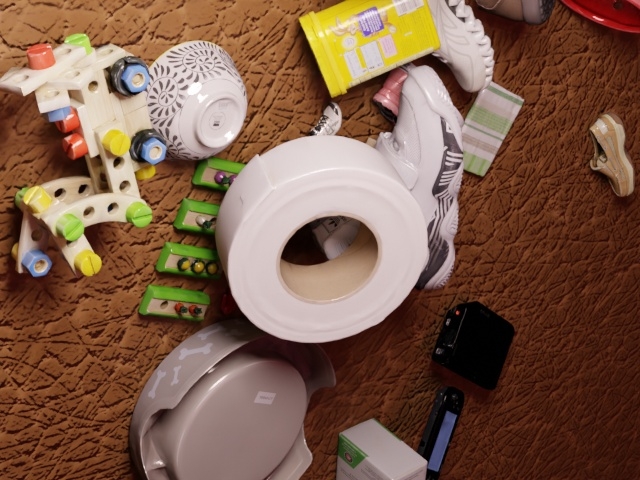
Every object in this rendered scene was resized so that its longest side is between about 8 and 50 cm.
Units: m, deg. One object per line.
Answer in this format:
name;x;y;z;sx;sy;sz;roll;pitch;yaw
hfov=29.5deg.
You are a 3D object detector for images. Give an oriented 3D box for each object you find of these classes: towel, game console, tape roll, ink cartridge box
towel;0.272;-0.188;2.037;0.113;0.023;0.152;18;104;-46
game console;0.250;0.294;2.237;0.213;0.044;0.361;31;77;-52
tape roll;0.000;0.000;1.677;0.286;0.100;0.286;-7;124;-11
ink cartridge box;0.104;0.450;2.172;0.087;0.153;0.208;-20;129;-34

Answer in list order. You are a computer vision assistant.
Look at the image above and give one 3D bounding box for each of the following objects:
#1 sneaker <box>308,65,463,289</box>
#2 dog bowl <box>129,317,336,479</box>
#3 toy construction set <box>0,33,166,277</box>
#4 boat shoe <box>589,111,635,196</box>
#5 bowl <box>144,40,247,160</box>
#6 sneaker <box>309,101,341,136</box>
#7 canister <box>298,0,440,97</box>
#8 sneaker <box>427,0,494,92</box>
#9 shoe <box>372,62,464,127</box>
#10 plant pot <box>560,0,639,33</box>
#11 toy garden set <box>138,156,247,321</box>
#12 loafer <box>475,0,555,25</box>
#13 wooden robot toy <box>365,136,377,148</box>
sneaker;0.091;-0.073;1.795;0.210;0.137;0.365;-10;122;-14
dog bowl;-0.139;0.275;1.866;0.349;0.102;0.348;-24;130;-33
toy construction set;-0.292;-0.116;1.450;0.215;0.151;0.327;-29;143;-28
boat shoe;0.541;-0.152;2.292;0.072;0.068;0.190;-31;124;-10
bowl;-0.152;-0.169;1.590;0.170;0.080;0.170;-25;130;-33
sneaker;0.005;-0.163;1.781;0.037;0.032;0.083;-4;117;-43
canister;0.071;-0.286;1.686;0.170;0.073;0.126;-23;132;2
sneaker;0.167;-0.323;1.796;0.118;0.110;0.292;-39;130;-7
shoe;0.150;-0.201;1.879;0.081;0.063;0.178;-53;134;-3
plant pot;0.489;-0.450;1.959;0.191;0.191;0.174;31;83;-49
toy garden set;-0.128;0.013;1.750;0.204;0.049;0.244;11;106;-47
loafer;0.249;-0.484;1.741;0.134;0.130;0.365;-41;126;-57
wooden robot toy;0.145;-0.117;1.911;0.076;0.079;0.173;-56;140;-1
